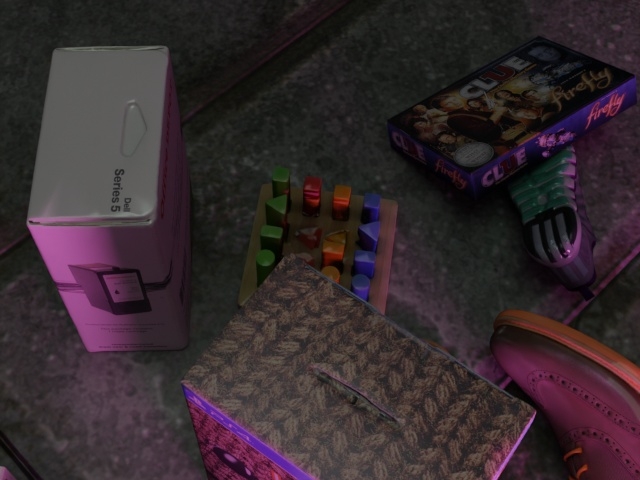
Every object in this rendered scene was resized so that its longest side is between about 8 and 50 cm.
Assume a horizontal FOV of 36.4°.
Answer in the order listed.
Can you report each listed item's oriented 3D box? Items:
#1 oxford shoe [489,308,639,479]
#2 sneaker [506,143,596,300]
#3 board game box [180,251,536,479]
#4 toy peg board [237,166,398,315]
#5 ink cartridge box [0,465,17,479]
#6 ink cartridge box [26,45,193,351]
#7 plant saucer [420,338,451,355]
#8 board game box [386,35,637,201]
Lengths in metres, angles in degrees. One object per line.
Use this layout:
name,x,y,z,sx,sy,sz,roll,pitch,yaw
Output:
oxford shoe,0.283,0.213,0.928,0.132,0.130,0.363,-41,68,-15
sneaker,0.269,-0.031,1.109,0.083,0.098,0.224,-22,35,27
board game box,0.025,0.186,0.841,0.232,0.291,0.141,32,64,17
toy peg board,0.000,0.000,1.068,0.160,0.079,0.161,8,61,3
ink cartridge box,-0.338,0.267,0.901,0.089,0.092,0.143,7,61,2
ink cartridge box,-0.196,-0.033,0.971,0.114,0.273,0.198,-1,60,-2
plant saucer,0.104,0.142,1.027,0.083,0.013,0.083,0,61,-1
board game box,0.222,-0.150,1.143,0.243,0.042,0.165,-31,40,-17
